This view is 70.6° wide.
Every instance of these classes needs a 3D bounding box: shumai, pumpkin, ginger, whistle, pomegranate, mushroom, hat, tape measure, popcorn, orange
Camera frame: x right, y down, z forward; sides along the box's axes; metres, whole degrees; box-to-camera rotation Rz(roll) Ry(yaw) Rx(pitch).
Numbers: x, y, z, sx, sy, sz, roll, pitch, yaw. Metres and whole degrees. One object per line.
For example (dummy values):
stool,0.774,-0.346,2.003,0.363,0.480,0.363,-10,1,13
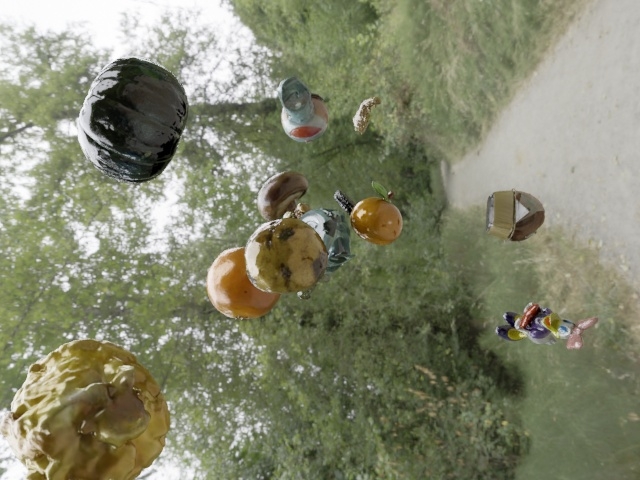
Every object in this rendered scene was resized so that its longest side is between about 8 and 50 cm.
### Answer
shumai,-0.077,0.245,2.242,0.124,0.099,0.087,-46,-28,-81
pumpkin,-0.540,-0.350,1.326,0.363,0.266,0.363,-51,28,42
ginger,0.176,-0.498,1.773,0.051,0.069,0.173,-28,-21,-35
whistle,-0.070,-0.465,1.637,0.348,0.189,0.189,44,-130,-74
pomegranate,-0.113,0.052,1.502,0.281,0.281,0.281,3,-90,-77
mushroom,-0.167,-0.195,1.943,0.253,0.153,0.253,-43,-11,-10
hat,-0.002,0.168,2.342,0.252,0.252,0.109,-16,-72,-76
tape measure,0.000,0.000,1.776,0.147,0.275,0.256,15,-124,-38
popcorn,-0.594,0.465,1.182,0.344,0.390,0.354,-41,-47,-21
orange,-0.304,0.171,1.830,0.312,0.312,0.311,3,-90,-77

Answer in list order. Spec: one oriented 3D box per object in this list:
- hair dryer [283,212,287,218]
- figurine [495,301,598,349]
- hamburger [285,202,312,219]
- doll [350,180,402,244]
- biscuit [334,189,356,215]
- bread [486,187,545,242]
hair dryer,-0.149,-0.105,2.627,0.044,0.183,0.154,-19,-48,-41
figurine,0.892,0.353,1.810,0.154,0.193,0.421,-50,-4,-17
hamburger,-0.052,-0.075,2.200,0.144,0.259,0.283,-46,-8,0
doll,0.237,-0.102,1.790,0.236,0.213,0.213,-64,-8,15
biscuit,0.132,-0.144,1.982,0.053,0.194,0.194,-44,-11,8
bread,0.778,-0.102,1.812,0.142,0.212,0.224,81,-161,-63
